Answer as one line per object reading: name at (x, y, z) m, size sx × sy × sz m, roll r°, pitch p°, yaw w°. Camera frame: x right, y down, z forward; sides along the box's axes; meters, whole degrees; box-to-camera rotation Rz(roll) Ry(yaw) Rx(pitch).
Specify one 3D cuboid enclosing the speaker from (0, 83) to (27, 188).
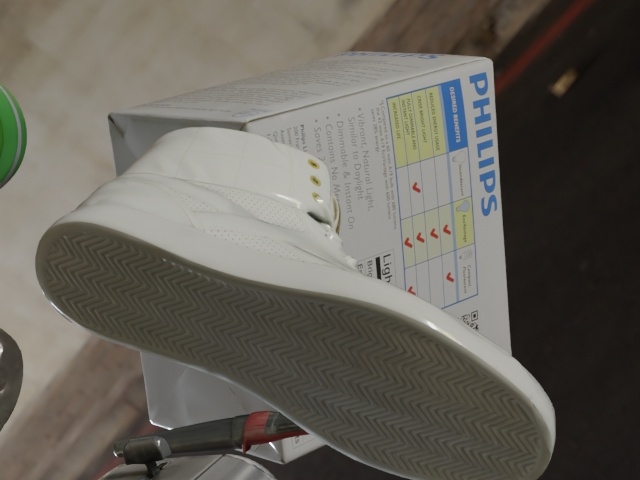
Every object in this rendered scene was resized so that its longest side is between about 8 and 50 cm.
speaker at (-0.347, -0.079, 1.260) m, size 0.131 × 0.131 × 0.296 m, roll -49°, pitch -9°, yaw 15°

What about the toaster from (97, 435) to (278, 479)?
toaster at (-0.069, 0.216, 0.805) m, size 0.129 × 0.227 × 0.146 m, roll -10°, pitch 17°, yaw 24°

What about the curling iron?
curling iron at (-0.055, 0.177, 1.439) m, size 0.068 × 0.274 × 0.035 m, roll 61°, pitch -159°, yaw -62°

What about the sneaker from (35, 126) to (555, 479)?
sneaker at (0.009, 0.021, 0.897) m, size 0.169 × 0.293 × 0.108 m, roll -56°, pitch -12°, yaw -56°

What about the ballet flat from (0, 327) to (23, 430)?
ballet flat at (-0.298, 0.167, 1.137) m, size 0.058 × 0.084 × 0.250 m, roll -26°, pitch 32°, yaw 61°

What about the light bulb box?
light bulb box at (0.000, 0.000, 1.711) m, size 0.361 × 0.357 × 0.225 m, roll -19°, pitch 20°, yaw -41°
